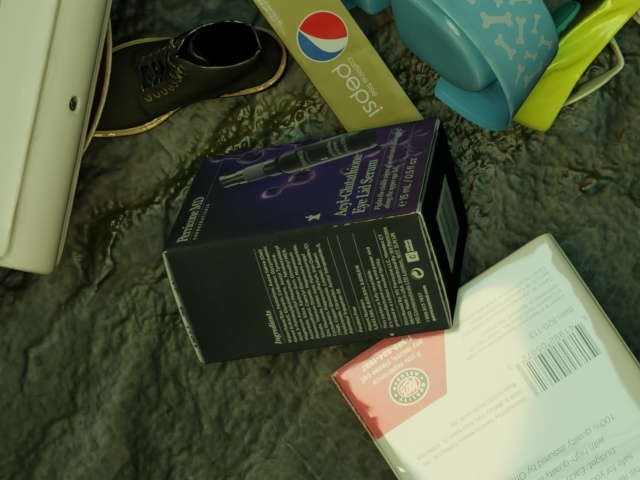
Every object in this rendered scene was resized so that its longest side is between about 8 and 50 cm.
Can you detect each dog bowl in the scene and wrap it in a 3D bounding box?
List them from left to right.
[{"bbox_3d":[0.067,-0.210,1.488,0.074,0.166,0.297,-42,65,-11],"label":"dog bowl"}]

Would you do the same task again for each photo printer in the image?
[{"bbox_3d":[-0.294,-0.143,1.471,0.256,0.107,0.307,9,86,20],"label":"photo printer"}]

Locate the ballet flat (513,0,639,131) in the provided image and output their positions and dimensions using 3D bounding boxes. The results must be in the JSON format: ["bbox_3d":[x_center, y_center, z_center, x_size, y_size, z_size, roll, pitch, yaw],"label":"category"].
[{"bbox_3d":[0.232,-0.181,1.543,0.077,0.077,0.231,42,95,-17],"label":"ballet flat"}]

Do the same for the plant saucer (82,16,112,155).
[{"bbox_3d":[-0.303,-0.142,1.556,0.310,0.050,0.311,-2,84,19],"label":"plant saucer"}]

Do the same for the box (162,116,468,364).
[{"bbox_3d":[0.000,0.000,1.475,0.207,0.153,0.108,-9,119,14],"label":"box"}]

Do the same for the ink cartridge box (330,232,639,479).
[{"bbox_3d":[0.170,0.166,1.506,0.207,0.117,0.283,-33,86,2],"label":"ink cartridge box"}]

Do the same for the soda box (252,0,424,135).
[{"bbox_3d":[0.013,-0.146,1.526,0.058,0.061,0.181,-36,108,3],"label":"soda box"}]

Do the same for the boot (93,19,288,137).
[{"bbox_3d":[-0.131,-0.138,1.528,0.198,0.137,0.077,-19,87,5],"label":"boot"}]
